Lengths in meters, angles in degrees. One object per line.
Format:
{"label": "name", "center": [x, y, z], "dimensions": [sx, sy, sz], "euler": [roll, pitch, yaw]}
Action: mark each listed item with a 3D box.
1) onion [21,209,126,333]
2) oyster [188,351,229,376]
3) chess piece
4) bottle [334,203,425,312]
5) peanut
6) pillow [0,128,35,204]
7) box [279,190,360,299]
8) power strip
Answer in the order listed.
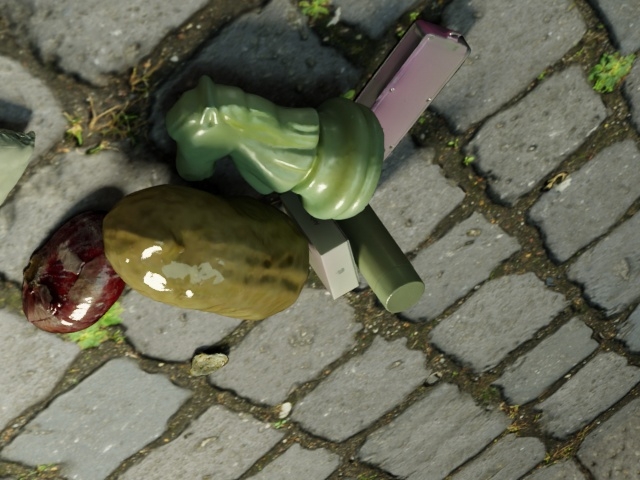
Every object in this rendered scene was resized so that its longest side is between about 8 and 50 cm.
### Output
{"label": "onion", "center": [-0.319, 0.058, 1.875], "dimensions": [0.151, 0.098, 0.206], "euler": [-2, 135, -38]}
{"label": "oyster", "center": [-0.184, 0.201, 2.256], "dimensions": [0.083, 0.019, 0.054], "euler": [2, 132, -40]}
{"label": "chess piece", "center": [-0.076, -0.129, 1.824], "dimensions": [0.298, 0.176, 0.176], "euler": [10, 128, -31]}
{"label": "bottle", "center": [0.081, 0.014, 2.072], "dimensions": [0.072, 0.201, 0.072], "euler": [-23, 145, -17]}
{"label": "peanut", "center": [-0.151, 0.011, 1.866], "dimensions": [0.170, 0.192, 0.387], "euler": [-60, 151, 7]}
{"label": "pillow", "center": [-0.453, -0.091, 1.605], "dimensions": [0.229, 0.051, 0.128], "euler": [5, 127, -45]}
{"label": "box", "center": [0.000, 0.000, 2.050], "dimensions": [0.051, 0.130, 0.129], "euler": [-31, 148, -8]}
{"label": "power strip", "center": [0.106, -0.201, 1.965], "dimensions": [0.109, 0.037, 0.279], "euler": [8, 129, -47]}
